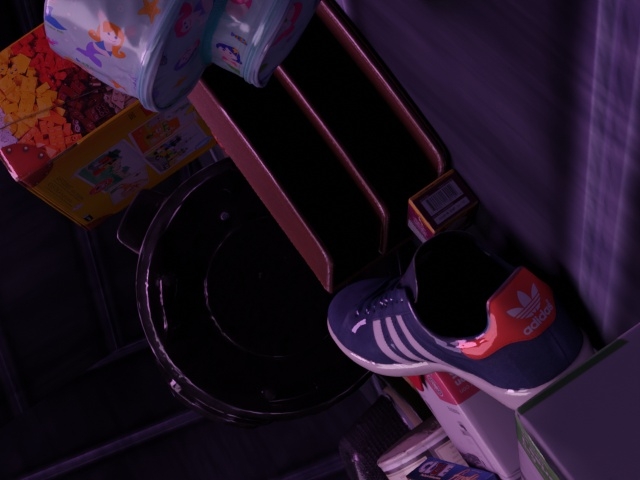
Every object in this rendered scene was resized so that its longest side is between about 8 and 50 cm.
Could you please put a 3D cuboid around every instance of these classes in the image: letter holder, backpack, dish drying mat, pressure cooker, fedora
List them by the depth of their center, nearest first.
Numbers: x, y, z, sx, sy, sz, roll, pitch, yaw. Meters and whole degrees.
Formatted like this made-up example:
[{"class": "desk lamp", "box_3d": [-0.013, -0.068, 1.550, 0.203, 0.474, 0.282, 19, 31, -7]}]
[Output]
[{"class": "backpack", "box_3d": [-0.087, -0.216, 0.869, 0.191, 0.253, 0.225, 36, 172, -1]}, {"class": "letter holder", "box_3d": [-0.017, -0.130, 1.221, 0.302, 0.152, 0.214, 54, 171, 15]}, {"class": "dish drying mat", "box_3d": [0.101, 0.141, 1.294, 0.032, 0.008, 0.083, 52, 170, 27]}, {"class": "pressure cooker", "box_3d": [-0.080, 0.060, 1.705, 0.420, 0.375, 0.370, -172, 62, -81]}, {"class": "fedora", "box_3d": [0.132, 0.360, 1.832, 0.334, 0.152, 0.334, 55, 173, 9]}]

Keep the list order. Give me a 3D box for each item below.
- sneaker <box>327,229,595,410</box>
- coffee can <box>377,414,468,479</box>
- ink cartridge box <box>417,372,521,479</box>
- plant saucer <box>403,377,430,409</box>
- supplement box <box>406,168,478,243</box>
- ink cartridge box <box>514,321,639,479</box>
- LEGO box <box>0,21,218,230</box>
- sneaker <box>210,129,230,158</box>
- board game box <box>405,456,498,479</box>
[{"class": "sneaker", "box_3d": [0.107, 0.054, 1.153, 0.350, 0.131, 0.148, 7, 137, 53]}, {"class": "coffee can", "box_3d": [0.233, 0.346, 1.533, 0.275, 0.201, 0.201, 56, 173, 4]}, {"class": "ink cartridge box", "box_3d": [0.215, 0.205, 1.327, 0.283, 0.117, 0.207, 56, 172, -4]}, {"class": "plant saucer", "box_3d": [0.230, 0.295, 1.820, 0.333, 0.081, 0.333, 54, 173, 4]}, {"class": "supplement box", "box_3d": [0.118, -0.027, 1.157, 0.043, 0.055, 0.083, 53, 174, 14]}, {"class": "ink cartridge box", "box_3d": [0.220, 0.139, 0.793, 0.092, 0.160, 0.219, 54, 173, 27]}, {"class": "LEGO box", "box_3d": [-0.353, -0.231, 2.033, 0.193, 0.372, 0.500, 54, 176, 8]}, {"class": "sneaker", "box_3d": [-0.092, -0.118, 2.024, 0.276, 0.097, 0.135, 55, 173, 24]}, {"class": "board game box", "box_3d": [0.207, 0.362, 1.333, 0.243, 0.042, 0.165, 57, 162, -8]}]
